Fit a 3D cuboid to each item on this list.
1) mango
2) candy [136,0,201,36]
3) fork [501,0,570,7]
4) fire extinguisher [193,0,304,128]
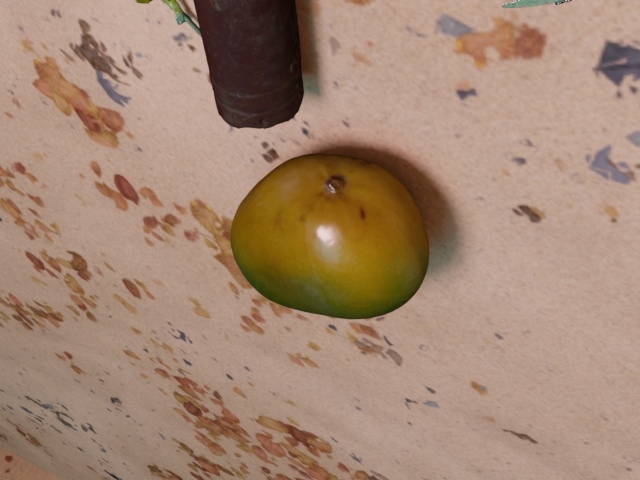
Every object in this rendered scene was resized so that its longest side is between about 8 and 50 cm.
[{"bbox_3d":[0.000,0.000,0.808,0.156,0.114,0.251,33,164,-18],"label":"mango"},{"bbox_3d":[-0.113,-0.180,0.743,0.035,0.035,0.123,-17,133,41],"label":"candy"},{"bbox_3d":[0.203,-0.141,0.484,0.235,0.021,0.039,9,146,35],"label":"fork"},{"bbox_3d":[-0.049,-0.185,0.617,0.089,0.072,0.268,31,151,25],"label":"fire extinguisher"}]
